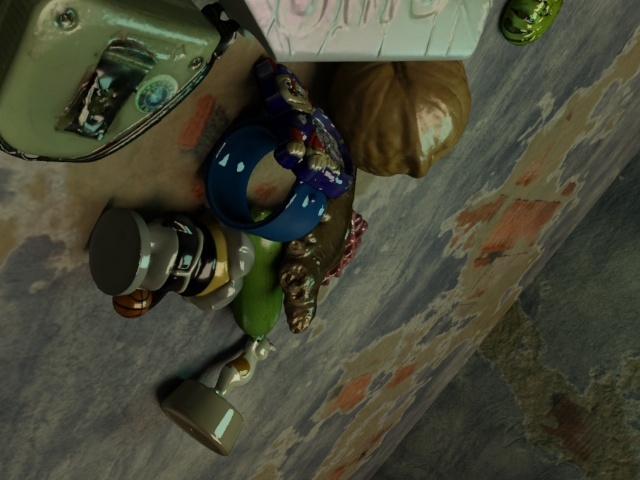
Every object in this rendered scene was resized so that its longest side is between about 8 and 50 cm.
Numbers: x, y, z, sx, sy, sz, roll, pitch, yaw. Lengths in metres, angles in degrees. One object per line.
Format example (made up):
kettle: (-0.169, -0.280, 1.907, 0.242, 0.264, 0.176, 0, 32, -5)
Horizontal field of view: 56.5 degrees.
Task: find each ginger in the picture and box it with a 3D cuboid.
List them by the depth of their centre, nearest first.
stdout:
ginger: (-0.001, 0.002, 1.061, 0.166, 0.080, 0.333, 69, 37, -57)

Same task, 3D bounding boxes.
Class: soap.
soap: (0.033, -0.314, 0.662, 0.346, 0.115, 0.208, -8, 130, -25)

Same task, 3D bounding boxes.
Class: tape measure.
tape measure: (-0.218, -0.167, 0.606, 0.235, 0.115, 0.207, -9, 142, -56)

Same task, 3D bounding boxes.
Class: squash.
squash: (-0.117, 0.082, 1.098, 0.101, 0.101, 0.379, -28, 149, -28)

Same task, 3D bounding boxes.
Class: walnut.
walnut: (0.122, -0.203, 0.925, 0.225, 0.225, 0.261, -42, 156, -6)

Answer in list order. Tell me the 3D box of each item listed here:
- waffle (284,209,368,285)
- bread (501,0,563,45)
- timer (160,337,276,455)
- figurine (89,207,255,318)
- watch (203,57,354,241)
waffle: (0.003, 0.022, 1.222, 0.221, 0.055, 0.234, -54, 151, 14)
bread: (0.408, -0.439, 1.139, 0.139, 0.071, 0.130, -52, 155, 13)
timer: (-0.189, 0.296, 1.271, 0.266, 0.175, 0.175, -52, 157, -27)
figurine: (-0.207, 0.034, 0.880, 0.236, 0.133, 0.176, 4, 121, -52)
watch: (-0.068, -0.104, 0.853, 0.200, 0.196, 0.171, -32, 147, 22)
